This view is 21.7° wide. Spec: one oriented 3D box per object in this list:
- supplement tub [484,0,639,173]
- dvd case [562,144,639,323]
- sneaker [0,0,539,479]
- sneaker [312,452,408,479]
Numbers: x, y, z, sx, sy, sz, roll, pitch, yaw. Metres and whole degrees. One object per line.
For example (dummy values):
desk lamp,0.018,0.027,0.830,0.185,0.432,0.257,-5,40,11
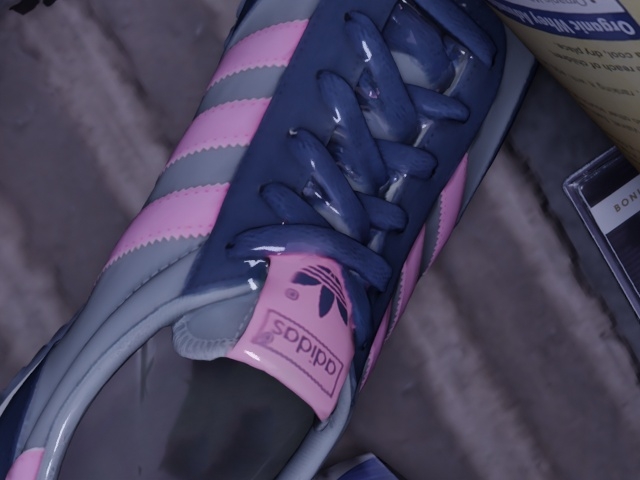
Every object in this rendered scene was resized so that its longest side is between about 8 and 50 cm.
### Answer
supplement tub,0.156,-0.116,0.471,0.228,0.228,0.316,-51,125,-4
dvd case,0.214,0.023,0.662,0.164,0.018,0.221,-35,107,-8
sneaker,0.000,0.000,0.535,0.112,0.131,0.319,31,88,-18
sneaker,-0.024,0.237,0.578,0.315,0.127,0.182,-46,111,1
